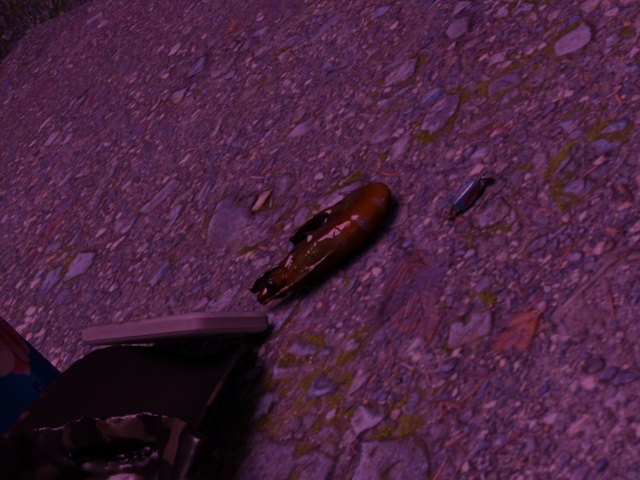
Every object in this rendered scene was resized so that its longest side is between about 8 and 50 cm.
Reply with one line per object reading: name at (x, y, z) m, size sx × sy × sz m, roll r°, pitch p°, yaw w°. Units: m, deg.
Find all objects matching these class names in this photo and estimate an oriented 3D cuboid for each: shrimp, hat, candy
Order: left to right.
hat at (-0.241, 0.281, 1.583) m, size 0.366 × 0.257 × 0.381 m, roll -2°, pitch 6°, yaw 27°
shrimp at (0.000, 0.000, 1.737) m, size 0.248 × 0.068 × 0.150 m, roll -40°, pitch 15°, yaw -7°
candy at (0.195, -0.061, 1.614) m, size 0.083 × 0.020 × 0.030 m, roll -47°, pitch 25°, yaw -7°

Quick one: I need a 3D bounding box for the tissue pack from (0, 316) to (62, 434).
tissue pack at (-0.522, 0.227, 1.845) m, size 0.209 × 0.270 × 0.137 m, roll -34°, pitch 30°, yaw 8°

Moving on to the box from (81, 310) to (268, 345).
box at (-0.213, 0.128, 1.753) m, size 0.285 × 0.142 × 0.044 m, roll -9°, pitch 83°, yaw 46°
